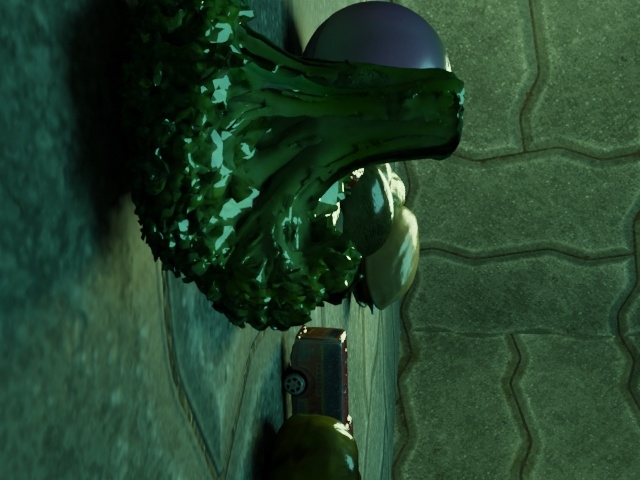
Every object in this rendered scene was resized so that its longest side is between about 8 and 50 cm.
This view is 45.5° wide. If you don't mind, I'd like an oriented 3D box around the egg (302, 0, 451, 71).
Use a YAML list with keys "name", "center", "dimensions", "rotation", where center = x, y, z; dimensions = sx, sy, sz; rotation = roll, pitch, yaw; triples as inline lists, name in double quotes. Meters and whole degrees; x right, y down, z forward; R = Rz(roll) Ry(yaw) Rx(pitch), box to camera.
- name: "egg"
  center: [0.065, -0.207, 0.966]
  dimensions: [0.271, 0.196, 0.196]
  rotation: [-105, -171, -62]

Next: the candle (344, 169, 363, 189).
- name: "candle"
  center: [-0.014, -0.087, 0.792]
  dimensions: [0.329, 0.051, 0.048]
  rotation: [10, 65, -73]

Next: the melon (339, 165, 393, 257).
- name: "melon"
  center: [0.050, -0.043, 1.099]
  dimensions: [0.114, 0.114, 0.167]
  rotation: [-77, 162, -56]

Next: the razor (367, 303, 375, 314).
- name: "razor"
  center: [0.114, 0.134, 1.826]
  dimensions: [0.190, 0.033, 0.066]
  rotation: [-19, 109, -87]

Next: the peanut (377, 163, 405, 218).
- name: "peanut"
  center: [0.082, -0.088, 1.295]
  dimensions: [0.257, 0.123, 0.124]
  rotation: [56, 35, -79]

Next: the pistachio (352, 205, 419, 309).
- name: "pistachio"
  center: [0.128, 0.026, 1.560]
  dimensions: [0.153, 0.137, 0.238]
  rotation: [23, 71, -44]

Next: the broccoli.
- name: "broccoli"
  center: [-0.015, -0.060, 0.430]
  dimensions: [0.194, 0.194, 0.220]
  rotation: [-8, 92, -81]

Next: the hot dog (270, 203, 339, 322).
- name: "hot dog"
  center: [-0.026, 0.009, 0.745]
  dimensions: [0.092, 0.062, 0.236]
  rotation: [-56, -173, 21]

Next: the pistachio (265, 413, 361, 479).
- name: "pistachio"
  center: [-0.011, 0.246, 0.792]
  dimensions: [0.110, 0.100, 0.189]
  rotation: [-61, 168, -24]

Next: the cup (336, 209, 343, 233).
- name: "cup"
  center: [0.005, -0.001, 1.012]
  dimensions: [0.083, 0.054, 0.075]
  rotation: [-81, 167, -55]

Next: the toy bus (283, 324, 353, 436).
- name: "toy bus"
  center: [-0.001, 0.198, 0.896]
  dimensions: [0.065, 0.077, 0.192]
  rotation: [-45, 134, -75]
